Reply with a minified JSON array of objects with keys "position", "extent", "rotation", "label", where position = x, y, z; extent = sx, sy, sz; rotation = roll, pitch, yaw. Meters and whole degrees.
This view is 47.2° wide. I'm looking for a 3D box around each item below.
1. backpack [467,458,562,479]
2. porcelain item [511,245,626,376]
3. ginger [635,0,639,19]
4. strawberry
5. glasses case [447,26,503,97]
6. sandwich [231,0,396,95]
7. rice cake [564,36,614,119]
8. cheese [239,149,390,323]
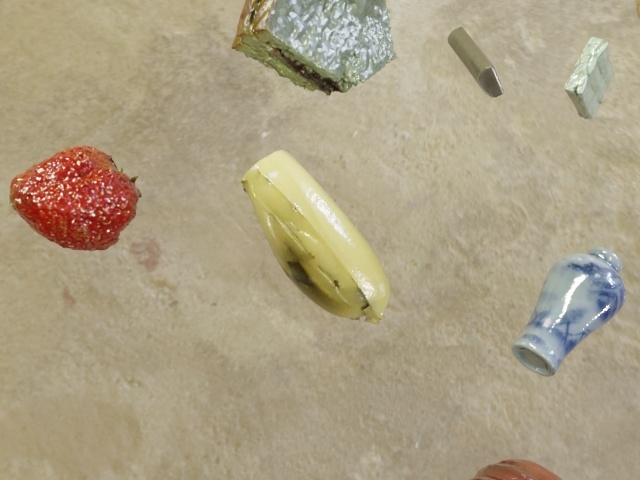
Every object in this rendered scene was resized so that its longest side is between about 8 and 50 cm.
[{"position":[0.172,0.250,0.506],"extent":[0.138,0.229,0.229],"rotation":[-32,101,-16],"label":"backpack"},{"position":[0.450,0.121,1.322],"extent":[0.141,0.141,0.259],"rotation":[45,72,-5],"label":"porcelain item"},{"position":[0.489,-0.225,0.880],"extent":[0.288,0.089,0.075],"rotation":[39,85,8],"label":"ginger"},{"position":[-0.574,-0.095,1.682],"extent":[0.257,0.276,0.258],"rotation":[-2,87,43],"label":"strawberry"},{"position":[0.307,-0.355,1.459],"extent":[0.042,0.191,0.072],"rotation":[-34,128,15],"label":"glasses case"},{"position":[0.008,-0.435,1.440],"extent":[0.325,0.131,0.262],"rotation":[23,77,-35],"label":"sandwich"},{"position":[0.528,-0.309,1.425],"extent":[0.038,0.211,0.124],"rotation":[27,92,26],"label":"rice cake"},{"position":[0.000,0.000,1.146],"extent":[0.128,0.259,0.316],"rotation":[-34,91,7],"label":"cheese"}]
